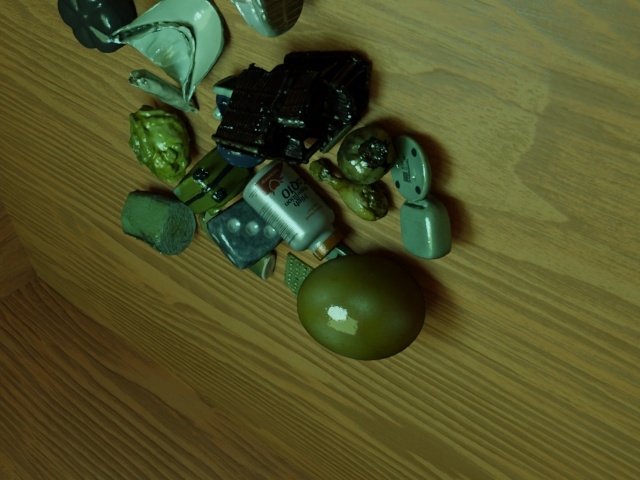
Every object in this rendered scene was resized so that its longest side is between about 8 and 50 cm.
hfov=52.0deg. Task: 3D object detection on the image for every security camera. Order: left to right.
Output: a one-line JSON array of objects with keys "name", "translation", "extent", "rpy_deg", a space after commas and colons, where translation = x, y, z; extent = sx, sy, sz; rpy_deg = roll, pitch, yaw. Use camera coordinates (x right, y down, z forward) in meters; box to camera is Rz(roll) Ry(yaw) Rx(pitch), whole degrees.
[{"name": "security camera", "translation": [0.235, -0.102, 1.534], "extent": [0.157, 0.080, 0.302], "rpy_deg": [27, 132, 63]}]

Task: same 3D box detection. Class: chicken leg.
[{"name": "chicken leg", "translation": [0.068, -0.132, 1.686], "extent": [0.251, 0.087, 0.107], "rpy_deg": [35, 152, 27]}]

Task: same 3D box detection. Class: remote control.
[{"name": "remote control", "translation": [-0.001, 0.001, 1.930], "extent": [0.309, 0.038, 0.090], "rpy_deg": [39, 145, 13]}]

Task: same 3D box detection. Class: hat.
[{"name": "hat", "translation": [-0.381, -0.543, 1.740], "extent": [0.301, 0.168, 0.257], "rpy_deg": [-33, 122, 32]}]

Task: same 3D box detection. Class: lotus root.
[{"name": "lotus root", "translation": [0.099, -0.201, 1.535], "extent": [0.138, 0.138, 0.214], "rpy_deg": [61, 171, -18]}]

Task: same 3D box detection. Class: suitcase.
[{"name": "suitcase", "translation": [-0.309, -0.180, 1.953], "extent": [0.143, 0.194, 0.234], "rpy_deg": [47, 148, -16]}]

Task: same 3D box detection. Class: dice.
[{"name": "dice", "translation": [-0.224, -0.030, 1.983], "extent": [0.183, 0.182, 0.181], "rpy_deg": [54, 166, -7]}]

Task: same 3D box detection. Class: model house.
[{"name": "model house", "translation": [-0.066, -0.263, 1.521], "extent": [0.317, 0.282, 0.297], "rpy_deg": [18, 135, 38]}]

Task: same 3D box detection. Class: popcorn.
[{"name": "popcorn", "translation": [-0.498, -0.315, 2.060], "extent": [0.266, 0.192, 0.233], "rpy_deg": [59, 169, 27]}]

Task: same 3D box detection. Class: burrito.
[{"name": "burrito", "translation": [-0.442, -0.424, 1.858], "extent": [0.082, 0.059, 0.275], "rpy_deg": [28, -176, 23]}]

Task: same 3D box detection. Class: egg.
[{"name": "egg", "translation": [0.106, 0.177, 1.759], "extent": [0.350, 0.283, 0.283], "rpy_deg": [2, 128, 20]}]

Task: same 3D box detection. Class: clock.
[{"name": "clock", "translation": [-0.211, -0.313, 1.763], "extent": [0.199, 0.146, 0.244], "rpy_deg": [19, 129, 30]}]

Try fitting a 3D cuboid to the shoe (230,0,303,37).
[{"name": "shoe", "translation": [-0.172, -0.599, 1.397], "extent": [0.198, 0.171, 0.351], "rpy_deg": [-6, 107, 39]}]

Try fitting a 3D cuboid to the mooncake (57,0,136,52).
[{"name": "mooncake", "translation": [-0.649, -0.668, 1.903], "extent": [0.244, 0.133, 0.245], "rpy_deg": [24, 142, 20]}]

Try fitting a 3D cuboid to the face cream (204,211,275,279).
[{"name": "face cream", "translation": [-0.279, 0.011, 2.220], "extent": [0.285, 0.067, 0.139], "rpy_deg": [36, 143, 16]}]

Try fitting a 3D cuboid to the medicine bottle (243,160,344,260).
[{"name": "medicine bottle", "translation": [-0.066, -0.077, 1.818], "extent": [0.289, 0.157, 0.157], "rpy_deg": [45, 146, 3]}]

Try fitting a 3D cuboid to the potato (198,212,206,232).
[{"name": "potato", "translation": [-0.402, -0.063, 2.306], "extent": [0.051, 0.040, 0.083], "rpy_deg": [34, 145, 41]}]

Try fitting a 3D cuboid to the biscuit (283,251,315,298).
[{"name": "biscuit", "translation": [-0.065, 0.135, 2.154], "extent": [0.144, 0.016, 0.203], "rpy_deg": [34, 143, 19]}]

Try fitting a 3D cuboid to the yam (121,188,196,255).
[{"name": "yam", "translation": [-0.594, -0.067, 2.378], "extent": [0.271, 0.203, 0.201], "rpy_deg": [18, 172, 29]}]
